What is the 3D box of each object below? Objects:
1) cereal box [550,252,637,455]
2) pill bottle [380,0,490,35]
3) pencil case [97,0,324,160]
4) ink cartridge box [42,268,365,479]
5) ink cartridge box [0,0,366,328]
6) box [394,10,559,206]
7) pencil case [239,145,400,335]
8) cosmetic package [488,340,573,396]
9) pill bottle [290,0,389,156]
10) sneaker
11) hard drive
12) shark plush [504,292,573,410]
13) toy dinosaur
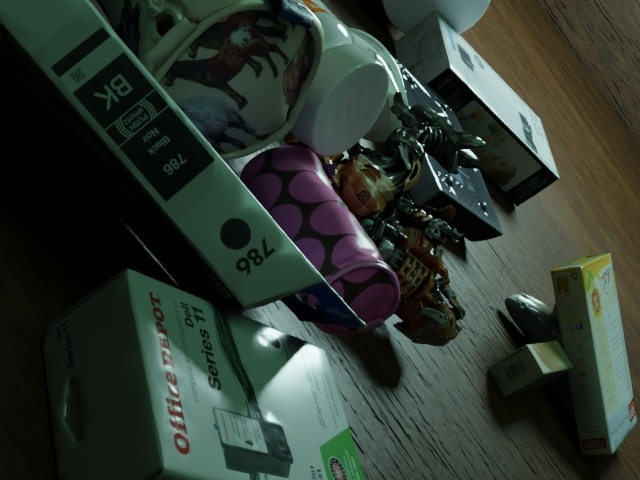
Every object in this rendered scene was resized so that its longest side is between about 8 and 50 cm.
[{"bbox_3d":[0.361,0.144,1.467,0.173,0.047,0.240,-10,92,-63],"label":"cereal box"},{"bbox_3d":[0.168,-0.497,1.845,0.210,0.210,0.363,38,29,-33],"label":"pill bottle"},{"bbox_3d":[-0.152,-0.267,0.967,0.410,0.159,0.183,58,2,28],"label":"pencil case"},{"bbox_3d":[-0.073,0.126,0.754,0.208,0.087,0.153,26,36,-45],"label":"ink cartridge box"},{"bbox_3d":[-0.115,-0.041,0.820,0.333,0.065,0.165,49,-15,-9],"label":"ink cartridge box"},{"bbox_3d":[0.246,-0.204,1.760,0.290,0.087,0.169,40,28,-31],"label":"box"},{"bbox_3d":[0.000,0.000,0.995,0.209,0.095,0.098,-118,-172,-50],"label":"pencil case"},{"bbox_3d":[0.254,0.153,1.351,0.115,0.060,0.041,5,54,-61],"label":"cosmetic package"},{"bbox_3d":[-0.047,-0.180,1.068,0.221,0.121,0.121,39,16,27],"label":"pill bottle"},{"bbox_3d":[-0.027,-0.222,1.292,0.305,0.114,0.152,48,37,-2],"label":"sneaker"},{"bbox_3d":[0.154,-0.121,1.525,0.172,0.054,0.255,30,34,-44],"label":"hard drive"},{"bbox_3d":[0.290,0.146,1.471,0.067,0.073,0.161,-10,85,-41],"label":"shark plush"},{"bbox_3d":[0.058,-0.049,1.164,0.218,0.164,0.322,-44,120,-50],"label":"toy dinosaur"}]
